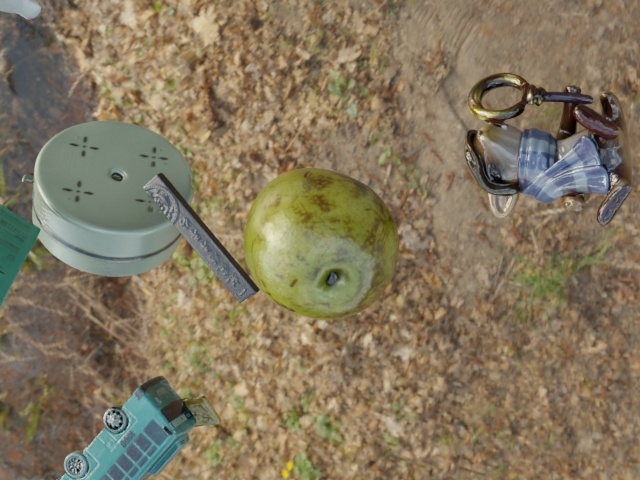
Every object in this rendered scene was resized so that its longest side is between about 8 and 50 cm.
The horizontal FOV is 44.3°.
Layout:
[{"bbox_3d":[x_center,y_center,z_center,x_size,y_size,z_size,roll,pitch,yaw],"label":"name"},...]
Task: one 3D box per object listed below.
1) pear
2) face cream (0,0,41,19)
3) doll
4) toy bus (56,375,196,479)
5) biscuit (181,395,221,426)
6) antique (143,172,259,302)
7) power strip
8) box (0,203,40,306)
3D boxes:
[{"bbox_3d":[0.000,0.000,1.380,0.283,0.284,0.284,12,130,15],"label":"pear"},{"bbox_3d":[-0.592,-0.543,1.316,0.145,0.145,0.370,-32,86,38],"label":"face cream"},{"bbox_3d":[0.451,-0.183,1.568,0.339,0.318,0.209,-2,161,35],"label":"doll"},{"bbox_3d":[-0.359,0.393,1.490,0.147,0.128,0.256,43,98,7],"label":"toy bus"},{"bbox_3d":[-0.248,0.341,1.562,0.083,0.018,0.081,-10,125,19],"label":"biscuit"},{"bbox_3d":[-0.149,-0.002,0.981,0.031,0.015,0.192,-38,93,23],"label":"antique"},{"bbox_3d":[-0.464,-0.096,1.720,0.357,0.357,0.161,28,137,1],"label":"power strip"},{"bbox_3d":[-0.643,0.032,1.383,0.205,0.311,0.118,35,111,-22],"label":"box"}]
